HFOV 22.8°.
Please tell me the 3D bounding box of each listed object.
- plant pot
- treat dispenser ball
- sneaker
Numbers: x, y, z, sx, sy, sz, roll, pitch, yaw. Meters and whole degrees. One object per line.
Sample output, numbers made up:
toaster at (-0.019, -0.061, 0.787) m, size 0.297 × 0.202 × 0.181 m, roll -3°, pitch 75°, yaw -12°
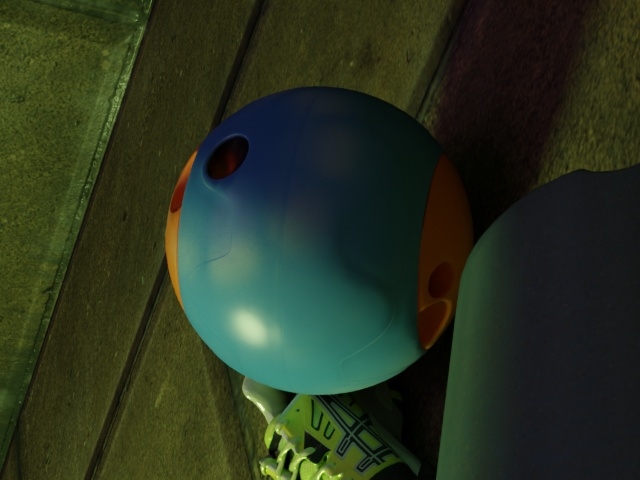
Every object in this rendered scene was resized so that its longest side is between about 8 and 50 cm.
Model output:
plant pot at (0.198, 0.152, 0.853) m, size 0.341 × 0.341 × 0.334 m, roll 123°, pitch 158°, yaw -46°
treat dispenser ball at (0.000, 0.000, 1.486) m, size 0.288 × 0.288 × 0.288 m, roll -168°, pitch 90°, yaw -70°
sneaker at (0.018, 0.237, 1.514) m, size 0.384 × 0.147 × 0.145 m, roll -119°, pitch 46°, yaw -59°
